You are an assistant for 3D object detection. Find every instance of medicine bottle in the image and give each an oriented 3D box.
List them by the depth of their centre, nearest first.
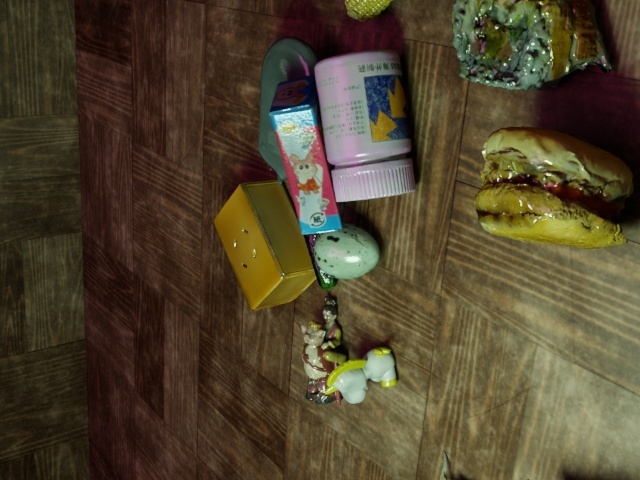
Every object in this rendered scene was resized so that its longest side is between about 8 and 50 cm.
[{"bbox_3d":[0.093,-0.231,1.595,0.178,0.178,0.290,-4,96,54],"label":"medicine bottle"}]

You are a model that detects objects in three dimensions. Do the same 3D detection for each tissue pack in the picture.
[{"bbox_3d":[-0.134,0.008,1.993,0.194,0.145,0.274,-47,62,50],"label":"tissue pack"}]

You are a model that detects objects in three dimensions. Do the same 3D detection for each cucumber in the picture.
[{"bbox_3d":[-0.001,0.001,1.874,0.074,0.074,0.241,-17,88,54],"label":"cucumber"}]

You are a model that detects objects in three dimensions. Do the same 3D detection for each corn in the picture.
[{"bbox_3d":[0.140,-0.528,1.533,0.260,0.091,0.091,-32,91,48],"label":"corn"}]

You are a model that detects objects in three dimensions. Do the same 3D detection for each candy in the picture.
[{"bbox_3d":[-0.023,-0.182,1.691,0.157,0.100,0.306,-81,-19,-54],"label":"candy"}]

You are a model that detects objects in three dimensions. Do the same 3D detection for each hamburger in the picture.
[{"bbox_3d":[0.369,-0.078,1.238,0.244,0.244,0.163,3,80,53],"label":"hamburger"}]

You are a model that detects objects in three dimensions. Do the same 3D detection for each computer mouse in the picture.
[{"bbox_3d":[-0.052,-0.296,1.823,0.188,0.122,0.371,36,131,34],"label":"computer mouse"}]

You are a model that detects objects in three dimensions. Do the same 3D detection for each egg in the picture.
[{"bbox_3d":[0.062,0.021,1.748,0.164,0.131,0.131,-2,97,40],"label":"egg"}]

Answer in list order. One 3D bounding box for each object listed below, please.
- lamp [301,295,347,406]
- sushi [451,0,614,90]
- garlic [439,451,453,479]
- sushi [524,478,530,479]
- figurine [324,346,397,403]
[{"bbox_3d":[0.006,0.269,1.898,0.118,0.118,0.253,12,110,52],"label":"lamp"},{"bbox_3d":[0.332,-0.335,1.278,0.274,0.139,0.184,34,127,52],"label":"sushi"},{"bbox_3d":[0.329,0.591,1.558,0.338,0.151,0.196,24,91,56],"label":"garlic"},{"bbox_3d":[0.445,0.588,1.296,0.207,0.234,0.348,-21,59,57],"label":"sushi"},{"bbox_3d":[0.085,0.300,1.752,0.109,0.178,0.129,54,164,38],"label":"figurine"}]
